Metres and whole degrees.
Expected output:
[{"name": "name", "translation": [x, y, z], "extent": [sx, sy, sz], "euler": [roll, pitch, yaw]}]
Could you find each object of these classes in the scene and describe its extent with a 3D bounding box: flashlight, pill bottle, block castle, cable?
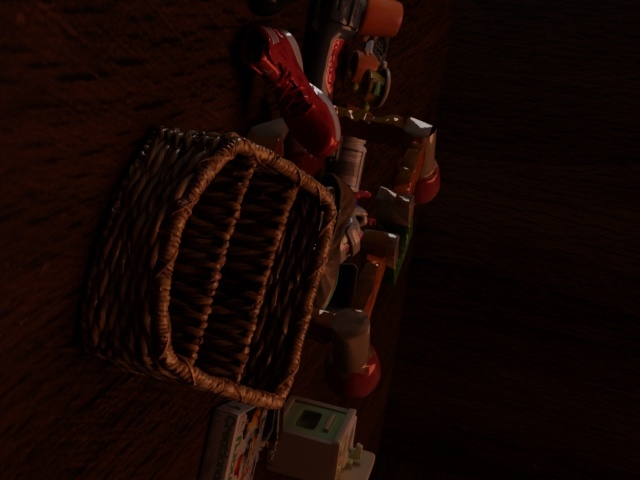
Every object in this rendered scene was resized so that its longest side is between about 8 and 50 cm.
[{"name": "flashlight", "translation": [0.016, -0.304, 1.533], "extent": [0.103, 0.103, 0.304], "euler": [11, 92, -76]}, {"name": "pill bottle", "translation": [0.063, -0.185, 1.896], "extent": [0.078, 0.078, 0.137], "euler": [-3, 105, -77]}, {"name": "block castle", "translation": [0.000, 0.000, 1.307], "extent": [0.213, 0.303, 0.453], "euler": [84, 23, -56]}, {"name": "cable", "translation": [-0.117, 0.314, 1.706], "extent": [0.139, 0.072, 0.287], "euler": [30, 60, -60]}]

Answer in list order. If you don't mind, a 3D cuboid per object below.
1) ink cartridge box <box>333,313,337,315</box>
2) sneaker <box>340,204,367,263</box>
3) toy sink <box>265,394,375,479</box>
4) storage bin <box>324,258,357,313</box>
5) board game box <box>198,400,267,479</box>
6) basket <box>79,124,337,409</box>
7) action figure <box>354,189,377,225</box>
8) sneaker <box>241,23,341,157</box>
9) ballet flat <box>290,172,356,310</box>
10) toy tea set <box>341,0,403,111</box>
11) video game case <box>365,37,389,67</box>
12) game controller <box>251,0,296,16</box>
[{"name": "ink cartridge box", "translation": [0.029, 0.188, 2.197], "extent": [0.083, 0.028, 0.048], "euler": [42, 61, -75]}, {"name": "sneaker", "translation": [0.041, -0.002, 1.893], "extent": [0.103, 0.111, 0.252], "euler": [83, 23, -54]}, {"name": "toy sink", "translation": [0.010, 0.472, 1.925], "extent": [0.153, 0.234, 0.131], "euler": [-50, 149, -62]}, {"name": "storage bin", "translation": [0.028, 0.098, 2.009], "extent": [0.091, 0.098, 0.135], "euler": [-116, -150, -64]}, {"name": "board game box", "translation": [-0.174, 0.448, 1.524], "extent": [0.193, 0.053, 0.305], "euler": [7, 95, -77]}, {"name": "basket", "translation": [-0.124, 0.026, 0.983], "extent": [0.213, 0.223, 0.299], "euler": [66, 39, -69]}, {"name": "action figure", "translation": [0.107, -0.047, 2.097], "extent": [0.280, 0.139, 0.091], "euler": [-46, 145, -62]}, {"name": "sneaker", "translation": [-0.057, -0.222, 1.223], "extent": [0.221, 0.087, 0.128], "euler": [60, 23, 10]}, {"name": "ballet flat", "translation": [-0.007, -0.007, 1.731], "extent": [0.124, 0.116, 0.342], "euler": [57, 42, -43]}, {"name": "toy tea set", "translation": [0.075, -0.387, 1.775], "extent": [0.200, 0.124, 0.336], "euler": [-176, -85, -73]}, {"name": "video game case", "translation": [0.152, -0.537, 2.078], "extent": [0.190, 0.022, 0.173], "euler": [3, 99, -78]}, {"name": "game controller", "translation": [-0.057, -0.491, 1.188], "extent": [0.166, 0.067, 0.319], "euler": [-42, 144, -44]}]
